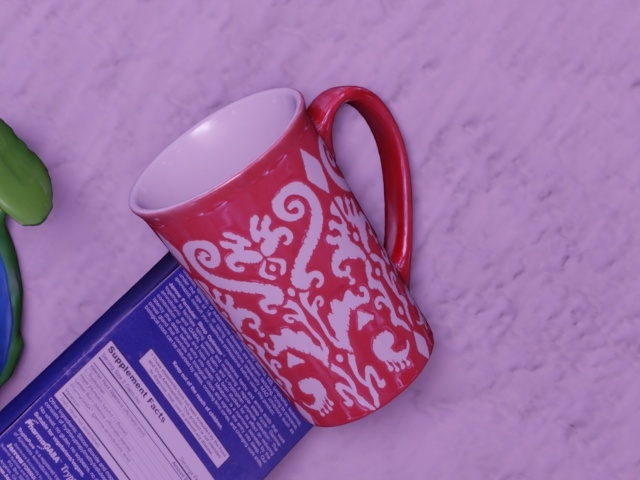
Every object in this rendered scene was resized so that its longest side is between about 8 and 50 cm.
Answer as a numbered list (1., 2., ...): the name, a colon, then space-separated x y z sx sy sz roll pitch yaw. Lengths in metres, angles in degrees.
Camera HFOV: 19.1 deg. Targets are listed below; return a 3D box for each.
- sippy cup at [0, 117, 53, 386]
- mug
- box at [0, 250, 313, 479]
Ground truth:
1. sippy cup: -0.286 0.065 1.023 0.240 0.224 0.306 12 108 -8
2. mug: 0.000 0.004 1.071 0.150 0.113 0.169 -32 112 2
3. box: -0.087 0.100 1.096 0.225 0.036 0.136 -44 110 -30
